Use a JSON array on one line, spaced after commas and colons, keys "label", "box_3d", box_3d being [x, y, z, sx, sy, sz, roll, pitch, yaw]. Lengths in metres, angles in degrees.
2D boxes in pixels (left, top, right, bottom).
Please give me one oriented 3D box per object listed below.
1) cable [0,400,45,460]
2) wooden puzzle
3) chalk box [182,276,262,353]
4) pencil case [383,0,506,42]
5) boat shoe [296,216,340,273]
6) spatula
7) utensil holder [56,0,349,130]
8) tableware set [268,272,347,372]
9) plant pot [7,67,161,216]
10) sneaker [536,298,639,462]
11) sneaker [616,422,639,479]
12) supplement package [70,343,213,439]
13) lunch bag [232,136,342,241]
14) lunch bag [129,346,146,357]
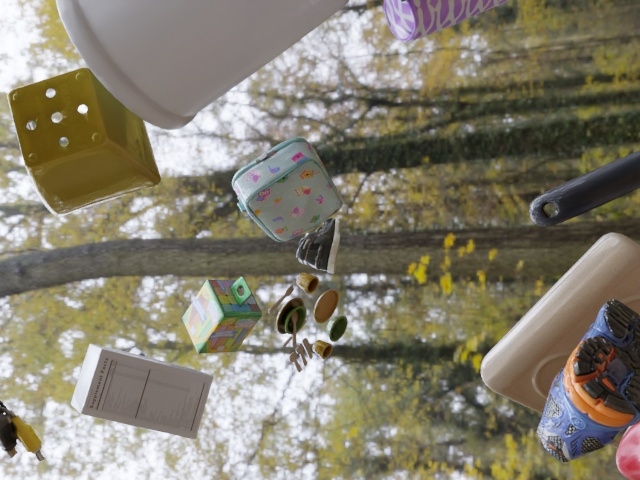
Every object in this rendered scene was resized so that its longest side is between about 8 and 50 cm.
[{"label": "cable", "box_3d": [-0.629, 0.315, 1.501, 0.072, 0.139, 0.287, -41, -46, -45]}, {"label": "wooden puzzle", "box_3d": [0.462, 0.165, 1.125, 0.322, 0.348, 0.080, -56, 9, 34]}, {"label": "chalk box", "box_3d": [-0.259, 0.192, 2.102, 0.132, 0.213, 0.132, 4, -138, -41]}, {"label": "pencil case", "box_3d": [0.183, -0.353, 1.099, 0.088, 0.206, 0.086, 58, 159, 21]}, {"label": "boat shoe", "box_3d": [0.000, 0.000, 1.480, 0.233, 0.079, 0.084, -73, -13, -75]}, {"label": "spatula", "box_3d": [0.299, -0.077, 0.597, 0.084, 0.296, 0.030, 63, -148, -1]}, {"label": "utensil holder", "box_3d": [-0.191, -0.427, 1.313, 0.327, 0.385, 0.327, 50, -160, -25]}, {"label": "tableware set", "box_3d": [-0.007, 0.097, 0.953, 0.104, 0.024, 0.154, -48, -36, -24]}, {"label": "plant pot", "box_3d": [-0.430, -0.187, 1.355, 0.187, 0.212, 0.212, 71, -179, -80]}, {"label": "sneaker", "box_3d": [0.233, 0.112, 0.636, 0.221, 0.083, 0.087, -12, -39, -51]}, {"label": "sneaker", "box_3d": [0.399, 0.241, 0.893, 0.128, 0.087, 0.221, -20, -27, -36]}, {"label": "supplement package", "box_3d": [-0.371, 0.311, 1.602, 0.244, 0.134, 0.139, 20, -101, -24]}, {"label": "lunch bag", "box_3d": [-0.084, -0.119, 1.880, 0.108, 0.224, 0.279, 63, -175, 31]}, {"label": "lunch bag", "box_3d": [-0.466, 0.316, 1.948, 0.053, 0.071, 0.083, 5, -86, -30]}]
